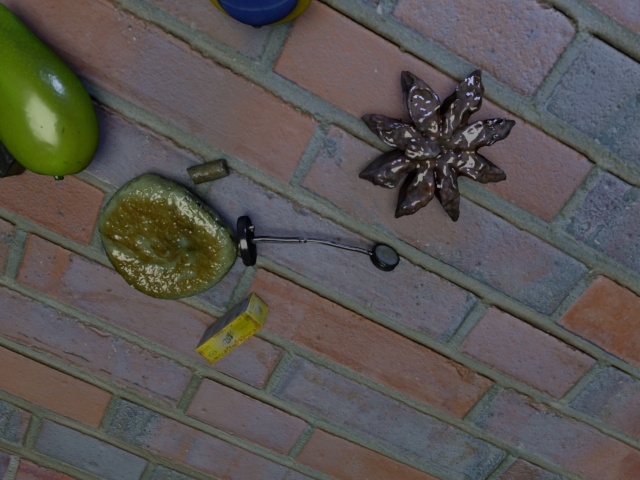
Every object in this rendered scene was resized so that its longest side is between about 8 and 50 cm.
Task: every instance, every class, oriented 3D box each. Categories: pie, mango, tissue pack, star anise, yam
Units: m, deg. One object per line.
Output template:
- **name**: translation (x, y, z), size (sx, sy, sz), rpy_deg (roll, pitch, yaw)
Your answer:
- **pie**: translation (-0.357, 0.005, 0.951), size (0.323, 0.070, 0.323), rpy_deg (2, 114, 4)
- **mango**: translation (-0.563, -0.290, 0.795), size (0.192, 0.156, 0.343), rpy_deg (-22, 107, 8)
- **tissue pack**: translation (-0.215, 0.217, 1.011), size (0.176, 0.095, 0.062), rpy_deg (-39, 106, 15)
- **star anise**: translation (0.231, -0.180, 0.823), size (0.331, 0.117, 0.332), rpy_deg (3, 110, 7)
- **yam**: translation (-0.247, -0.149, 0.896), size (0.094, 0.043, 0.043), rpy_deg (-14, 110, 7)

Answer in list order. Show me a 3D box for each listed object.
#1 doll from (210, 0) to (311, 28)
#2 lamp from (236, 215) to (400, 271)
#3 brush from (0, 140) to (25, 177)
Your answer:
- **doll**: translation (-0.059, -0.472, 0.702), size (0.310, 0.243, 0.160), rpy_deg (-2, 145, 3)
- **lamp**: translation (-0.012, 0.026, 0.948), size (0.371, 0.130, 0.108), rpy_deg (7, 135, -14)
- **brush**: translation (-0.720, -0.236, 0.875), size (0.197, 0.059, 0.123), rpy_deg (41, 109, -12)
